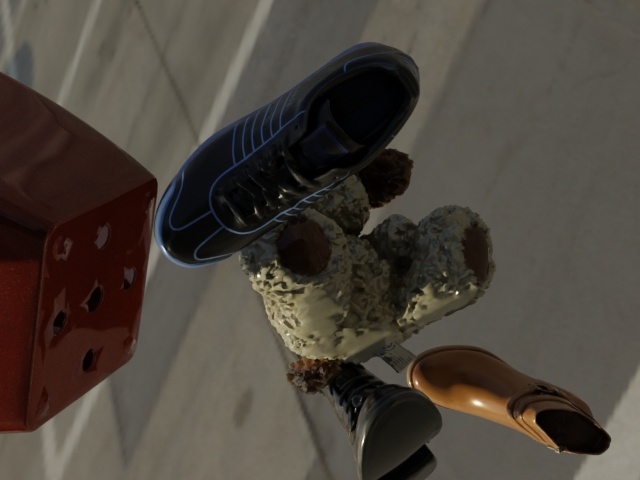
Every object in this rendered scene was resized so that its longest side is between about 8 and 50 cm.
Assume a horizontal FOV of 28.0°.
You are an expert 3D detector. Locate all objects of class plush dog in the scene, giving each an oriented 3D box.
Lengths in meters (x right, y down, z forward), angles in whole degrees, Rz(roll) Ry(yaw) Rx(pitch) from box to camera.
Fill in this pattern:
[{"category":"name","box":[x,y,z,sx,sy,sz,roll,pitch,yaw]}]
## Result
[{"category":"plush dog","box":[0.000,0.000,1.218,0.211,0.262,0.225,-56,44,43]}]

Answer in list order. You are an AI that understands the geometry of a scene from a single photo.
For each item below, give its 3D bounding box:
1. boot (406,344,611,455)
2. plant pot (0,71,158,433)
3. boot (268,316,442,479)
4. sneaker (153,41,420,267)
[{"category":"boot","box":[0.195,0.166,1.325,0.152,0.197,0.073,-134,57,-79]},{"category":"plant pot","box":[-0.288,0.017,1.084,0.267,0.235,0.267,-39,-38,-64]},{"category":"boot","box":[0.016,0.131,1.250,0.229,0.091,0.263,53,169,23]},{"category":"sneaker","box":[-0.027,-0.059,0.923,0.232,0.081,0.090,-41,15,3]}]
